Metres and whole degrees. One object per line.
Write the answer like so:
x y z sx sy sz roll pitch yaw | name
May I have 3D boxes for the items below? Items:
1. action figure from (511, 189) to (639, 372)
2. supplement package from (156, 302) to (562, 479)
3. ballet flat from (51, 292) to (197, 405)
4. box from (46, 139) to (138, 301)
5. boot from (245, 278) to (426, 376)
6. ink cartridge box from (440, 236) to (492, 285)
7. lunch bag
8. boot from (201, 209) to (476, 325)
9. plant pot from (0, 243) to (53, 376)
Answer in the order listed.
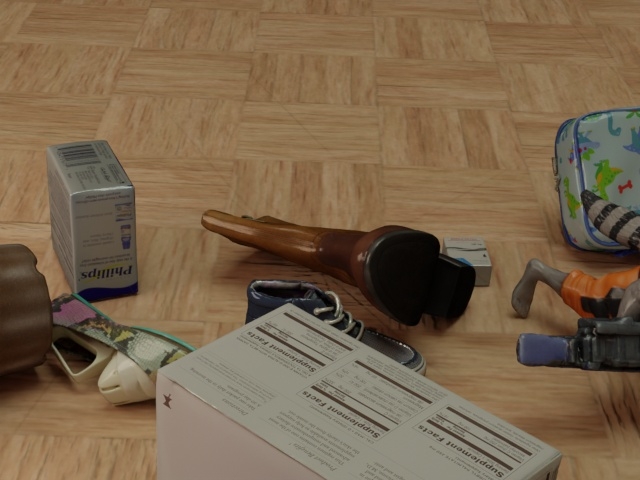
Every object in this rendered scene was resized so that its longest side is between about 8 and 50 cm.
0.322 0.043 1.190 0.341 0.178 0.330 3 3 -24 | action figure
0.016 0.205 0.897 0.262 0.204 0.145 27 36 36 | supplement package
-0.204 0.115 1.185 0.222 0.076 0.079 20 52 36 | ballet flat
-0.253 -0.023 1.342 0.072 0.137 0.126 -9 32 -21 | box
0.014 0.093 1.212 0.190 0.086 0.069 7 30 8 | boot
0.168 0.019 1.409 0.048 0.028 0.083 0 29 -4 | ink cartridge box
0.393 -0.072 1.449 0.219 0.176 0.090 -6 -4 -11 | lunch bag
0.000 0.000 1.280 0.281 0.096 0.264 19 7 24 | boot
-0.356 0.076 1.158 0.165 0.167 0.167 -8 30 -34 | plant pot
